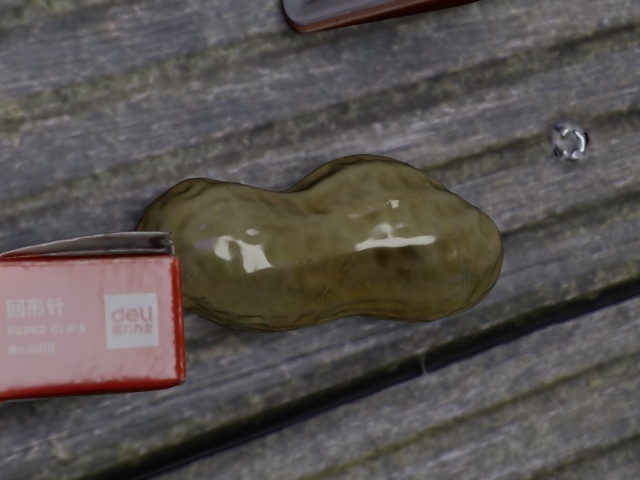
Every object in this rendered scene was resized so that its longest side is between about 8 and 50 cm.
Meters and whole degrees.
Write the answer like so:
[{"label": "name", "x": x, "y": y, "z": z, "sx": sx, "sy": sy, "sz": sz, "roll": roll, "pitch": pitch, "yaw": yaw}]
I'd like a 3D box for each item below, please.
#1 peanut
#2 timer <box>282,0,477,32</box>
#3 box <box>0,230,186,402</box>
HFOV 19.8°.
[{"label": "peanut", "x": 0.000, "y": 0.000, "z": 1.291, "sx": 0.275, "sy": 0.111, "sz": 0.125, "roll": -2, "pitch": 83, "yaw": -23}, {"label": "timer", "x": 0.080, "y": -0.289, "z": 1.264, "sx": 0.161, "sy": 0.250, "sz": 0.257, "roll": -5, "pitch": 89, "yaw": -23}, {"label": "box", "x": -0.173, "y": 0.050, "z": 1.178, "sx": 0.133, "sy": 0.182, "sz": 0.099, "roll": -4, "pitch": 88, "yaw": -20}]
